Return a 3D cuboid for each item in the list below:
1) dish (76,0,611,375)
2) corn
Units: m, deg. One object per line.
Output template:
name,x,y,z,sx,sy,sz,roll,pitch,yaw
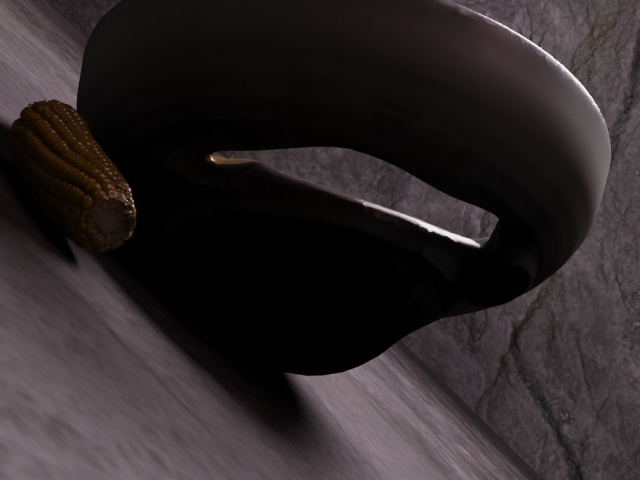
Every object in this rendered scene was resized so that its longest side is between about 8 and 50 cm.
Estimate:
dish,0.000,0.000,0.572,0.273,0.134,0.273,10,-23,4
corn,-0.100,-0.026,0.463,0.037,0.037,0.092,43,0,-41
